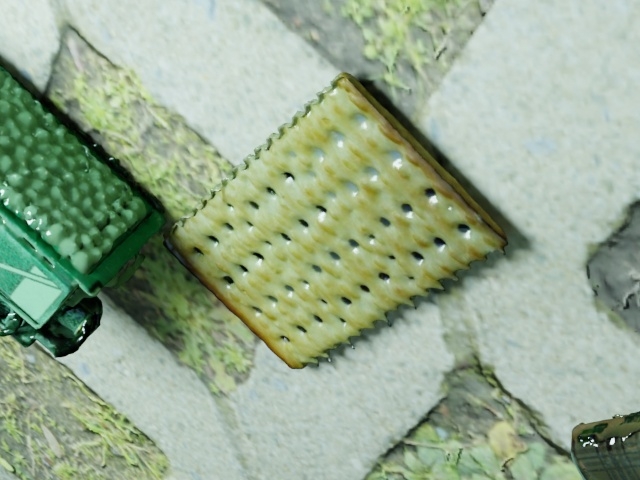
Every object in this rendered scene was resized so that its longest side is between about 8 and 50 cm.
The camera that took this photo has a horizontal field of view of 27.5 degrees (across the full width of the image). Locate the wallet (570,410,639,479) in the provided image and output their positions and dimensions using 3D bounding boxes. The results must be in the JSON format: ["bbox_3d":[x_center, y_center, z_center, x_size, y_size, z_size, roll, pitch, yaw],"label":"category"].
[{"bbox_3d":[0.295,0.137,0.687,0.317,0.044,0.169,-22,108,44],"label":"wallet"}]

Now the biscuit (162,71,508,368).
[{"bbox_3d":[0.000,0.000,0.798,0.139,0.016,0.231,45,139,-6],"label":"biscuit"}]

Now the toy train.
[{"bbox_3d":[-0.239,-0.041,0.870,0.269,0.115,0.154,43,131,-4],"label":"toy train"}]
